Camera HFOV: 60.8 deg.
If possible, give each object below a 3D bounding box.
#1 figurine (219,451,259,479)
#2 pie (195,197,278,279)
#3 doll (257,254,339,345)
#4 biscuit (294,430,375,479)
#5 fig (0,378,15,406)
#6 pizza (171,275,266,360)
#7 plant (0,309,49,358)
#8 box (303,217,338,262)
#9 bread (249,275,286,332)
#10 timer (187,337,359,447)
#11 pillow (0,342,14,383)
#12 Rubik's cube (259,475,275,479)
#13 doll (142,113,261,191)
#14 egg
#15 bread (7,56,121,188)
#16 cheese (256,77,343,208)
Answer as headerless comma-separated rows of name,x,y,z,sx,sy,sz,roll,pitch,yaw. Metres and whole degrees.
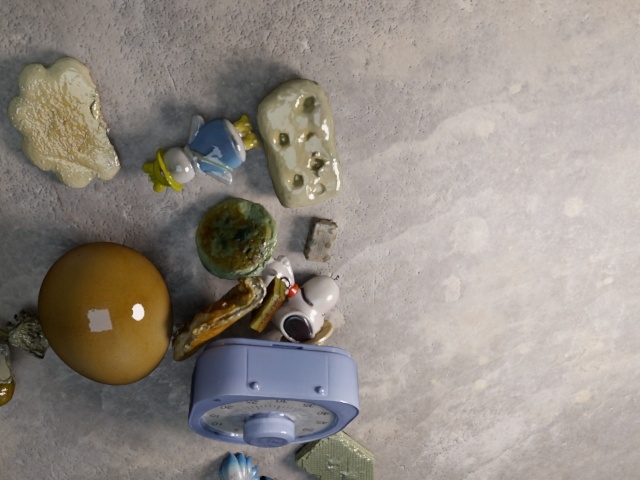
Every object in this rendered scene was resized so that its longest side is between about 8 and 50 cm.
figurine,-0.226,0.621,1.473,0.114,0.079,0.115,-1,84,13
pie,-0.181,-0.005,1.166,0.186,0.041,0.187,-3,76,11
doll,-0.087,0.136,1.260,0.271,0.144,0.208,25,86,-23
biscuit,0.062,0.630,1.534,0.150,0.052,0.252,-44,114,9
fig,-0.737,0.332,1.248,0.084,0.082,0.098,42,84,12
pizza,-0.239,0.175,1.185,0.074,0.182,0.365,55,135,3
plant,-0.657,0.210,1.193,0.121,0.105,0.117,-1,124,-4
box,0.000,0.000,1.254,0.062,0.045,0.098,7,110,-15
bread,-0.110,0.133,1.146,0.035,0.090,0.094,33,104,-12
timer,-0.118,0.382,1.260,0.394,0.174,0.395,-3,144,-2
pillow,-0.767,0.262,1.178,0.208,0.053,0.119,4,124,-9
Rubik's cube,-0.134,0.793,1.499,0.167,0.183,0.180,34,102,-21
doll,-0.243,-0.173,1.106,0.240,0.099,0.135,-24,138,2
egg,-0.432,0.156,1.127,0.249,0.250,0.323,-13,119,-5
bread,-0.506,-0.219,1.068,0.181,0.039,0.251,-12,115,-6
cheese,-0.040,-0.199,1.135,0.158,0.093,0.263,-16,114,-5
